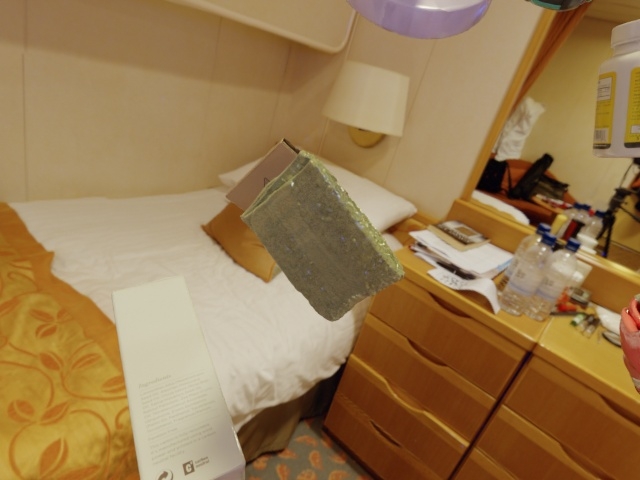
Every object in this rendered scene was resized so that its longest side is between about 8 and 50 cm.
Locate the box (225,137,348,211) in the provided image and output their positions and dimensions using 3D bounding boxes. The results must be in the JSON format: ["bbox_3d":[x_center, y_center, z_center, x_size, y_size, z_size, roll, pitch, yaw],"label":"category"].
[{"bbox_3d":[-0.070,-0.090,0.792,0.164,0.201,0.021,38,44,-22],"label":"box"}]

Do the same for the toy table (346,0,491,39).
[{"bbox_3d":[0.105,-0.337,0.364,0.252,0.161,0.274,-3,58,-8],"label":"toy table"}]

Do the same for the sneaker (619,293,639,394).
[{"bbox_3d":[0.429,0.123,0.485,0.314,0.116,0.136,8,59,-60],"label":"sneaker"}]

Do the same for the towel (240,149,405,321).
[{"bbox_3d":[0.000,0.000,0.383,0.148,0.110,0.027,51,31,-2],"label":"towel"}]

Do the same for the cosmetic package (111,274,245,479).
[{"bbox_3d":[-0.300,0.318,0.834,0.161,0.230,0.453,-14,47,-24],"label":"cosmetic package"}]

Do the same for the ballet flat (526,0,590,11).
[{"bbox_3d":[0.297,-0.428,0.503,0.096,0.281,0.095,4,-8,16],"label":"ballet flat"}]

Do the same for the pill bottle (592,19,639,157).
[{"bbox_3d":[0.294,-0.138,0.371,0.065,0.116,0.065,-5,15,1],"label":"pill bottle"}]
